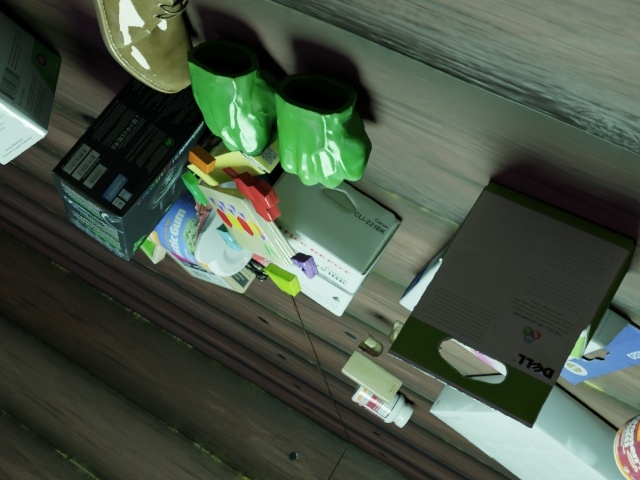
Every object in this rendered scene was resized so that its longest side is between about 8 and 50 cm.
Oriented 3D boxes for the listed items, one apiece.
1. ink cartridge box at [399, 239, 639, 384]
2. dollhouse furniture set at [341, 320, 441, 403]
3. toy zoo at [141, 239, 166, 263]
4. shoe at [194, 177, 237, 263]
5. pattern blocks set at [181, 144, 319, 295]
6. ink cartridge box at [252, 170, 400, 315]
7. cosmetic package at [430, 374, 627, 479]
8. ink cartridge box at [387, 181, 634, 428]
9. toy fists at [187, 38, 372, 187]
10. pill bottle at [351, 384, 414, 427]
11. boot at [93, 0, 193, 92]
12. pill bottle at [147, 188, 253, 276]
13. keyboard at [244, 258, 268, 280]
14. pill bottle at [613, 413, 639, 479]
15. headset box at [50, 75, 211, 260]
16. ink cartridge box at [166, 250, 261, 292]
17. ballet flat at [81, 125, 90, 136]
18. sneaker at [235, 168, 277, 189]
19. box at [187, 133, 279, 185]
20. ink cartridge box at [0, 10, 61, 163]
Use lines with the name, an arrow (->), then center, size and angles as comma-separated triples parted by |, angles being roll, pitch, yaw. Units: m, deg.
ink cartridge box -> 0.303, 0.129, 1.266 | 0.330, 0.071, 0.324 | 35, 161, 4
dollhouse furniture set -> 0.141, 0.259, 1.727 | 0.144, 0.151, 0.123 | 33, 162, 9
toy zoo -> -0.440, -0.099, 1.866 | 0.293, 0.030, 0.192 | 49, 151, 7
shoe -> -0.198, -0.050, 1.514 | 0.081, 0.178, 0.063 | 22, -179, 43
pattern blocks set -> -0.110, -0.029, 1.287 | 0.325, 0.026, 0.285 | 26, 152, 50
ink cartridge box -> 0.000, 0.000, 1.379 | 0.197, 0.114, 0.273 | 34, 160, 5
cosmetic package -> 0.420, 0.382, 1.646 | 0.284, 0.097, 0.377 | 35, 161, -8
ink cartridge box -> 0.223, 0.082, 0.984 | 0.189, 0.255, 0.097 | 26, 160, 24
toy fists -> -0.055, -0.164, 1.095 | 0.279, 0.096, 0.142 | 25, 142, 26
pill bottle -> 0.165, 0.423, 2.193 | 0.152, 0.086, 0.086 | 34, 162, 2
boot -> -0.209, -0.292, 1.039 | 0.115, 0.112, 0.305 | 16, 153, 26
pill bottle -> -0.264, -0.045, 1.657 | 0.272, 0.152, 0.152 | 23, 159, 28
keyboard -> -0.107, 0.042, 1.679 | 0.180, 0.108, 0.023 | 24, 134, 28
pill bottle -> 0.523, 0.299, 1.224 | 0.121, 0.121, 0.221 | 30, 161, 12
headset box -> -0.302, -0.122, 1.381 | 0.131, 0.246, 0.283 | 35, 161, 0
ink cartridge box -> -0.277, 0.017, 1.934 | 0.234, 0.088, 0.193 | 12, 152, 51
ballet flat -> -0.399, -0.184, 1.703 | 0.213, 0.072, 0.068 | 24, -174, 30
sneaker -> -0.100, -0.100, 1.406 | 0.069, 0.082, 0.209 | 21, 180, -1
box -> -0.125, -0.140, 1.292 | 0.058, 0.087, 0.232 | 42, 159, -22
ink cartridge box -> -0.598, -0.302, 1.405 | 0.121, 0.211, 0.289 | -28, 135, 25
